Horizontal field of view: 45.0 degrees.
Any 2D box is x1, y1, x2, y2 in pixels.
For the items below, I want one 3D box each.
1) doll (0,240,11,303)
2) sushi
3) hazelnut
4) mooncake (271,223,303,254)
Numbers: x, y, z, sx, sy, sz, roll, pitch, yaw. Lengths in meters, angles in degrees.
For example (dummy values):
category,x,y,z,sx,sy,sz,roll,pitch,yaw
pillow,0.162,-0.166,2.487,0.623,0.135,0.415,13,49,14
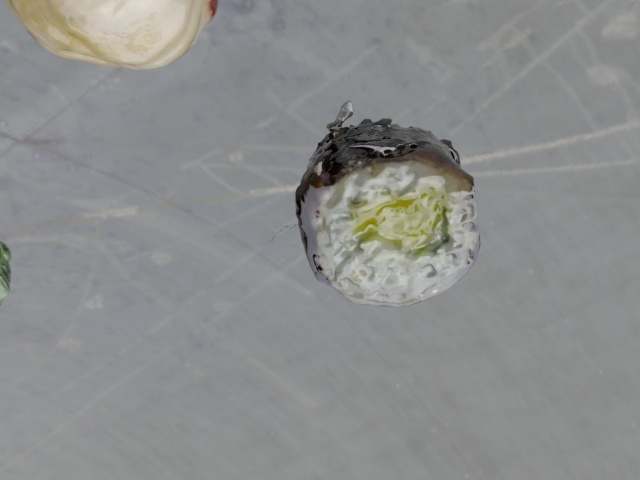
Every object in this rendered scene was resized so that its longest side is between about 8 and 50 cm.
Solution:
category,x,y,z,sx,sy,sz,roll,pitch,yaw
doll,-0.688,0.087,1.400,0.186,0.322,0.198,-12,123,29
sushi,0.106,-0.058,1.313,0.299,0.294,0.281,13,112,-2
hazelnut,-0.240,-0.317,0.877,0.261,0.261,0.241,-22,129,16
mooncake,0.009,0.008,1.739,0.150,0.057,0.347,-48,156,-1
